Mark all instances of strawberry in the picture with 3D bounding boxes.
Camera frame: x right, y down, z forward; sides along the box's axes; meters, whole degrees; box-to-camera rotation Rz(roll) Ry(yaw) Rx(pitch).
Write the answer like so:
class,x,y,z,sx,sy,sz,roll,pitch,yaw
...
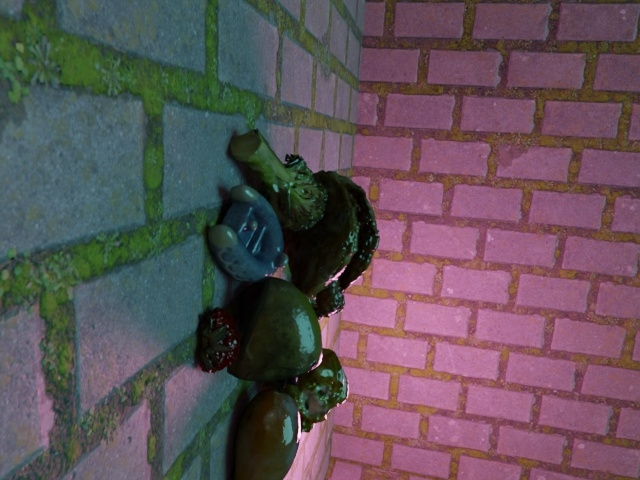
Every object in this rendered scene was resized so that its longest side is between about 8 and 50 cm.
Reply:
class,x,y,z,sx,sy,sz,roll,pitch,yaw
strawberry,-0.236,0.249,1.232,0.208,0.087,0.167,5,89,-80

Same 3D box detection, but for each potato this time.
class,x,y,z,sx,sy,sz,roll,pitch,yaw
potato,-0.120,0.231,1.297,0.112,0.269,0.255,-153,-121,-70

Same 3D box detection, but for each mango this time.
class,x,y,z,sx,sy,sz,roll,pitch,yaw
mango,-0.174,0.645,1.507,0.221,0.199,0.384,50,60,-82

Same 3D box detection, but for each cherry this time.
class,x,y,z,sx,sy,sz,roll,pitch,yaw
cherry,-0.142,0.225,1.450,0.266,0.183,0.213,54,31,-42

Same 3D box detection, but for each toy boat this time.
class,x,y,z,sx,sy,sz,roll,pitch,yaw
toy boat,-0.168,0.002,1.275,0.330,0.123,0.215,74,33,-57

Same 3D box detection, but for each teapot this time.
class,x,y,z,sx,sy,sz,roll,pitch,yaw
teapot,-0.103,0.387,1.542,0.096,0.087,0.177,96,7,-66

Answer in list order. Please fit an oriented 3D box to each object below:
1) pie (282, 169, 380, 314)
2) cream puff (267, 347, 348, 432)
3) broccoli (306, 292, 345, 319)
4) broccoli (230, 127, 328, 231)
class,x,y,z,sx,sy,sz,roll,pitch,yaw
pie,-0.004,-0.024,1.553,0.395,0.180,0.418,-60,-139,26
cream puff,-0.052,0.504,1.764,0.270,0.274,0.323,-30,130,-25
broccoli,-0.017,0.213,2.041,0.269,0.261,0.241,-41,170,39
broccoli,-0.123,-0.155,1.356,0.361,0.221,0.252,10,79,-68
